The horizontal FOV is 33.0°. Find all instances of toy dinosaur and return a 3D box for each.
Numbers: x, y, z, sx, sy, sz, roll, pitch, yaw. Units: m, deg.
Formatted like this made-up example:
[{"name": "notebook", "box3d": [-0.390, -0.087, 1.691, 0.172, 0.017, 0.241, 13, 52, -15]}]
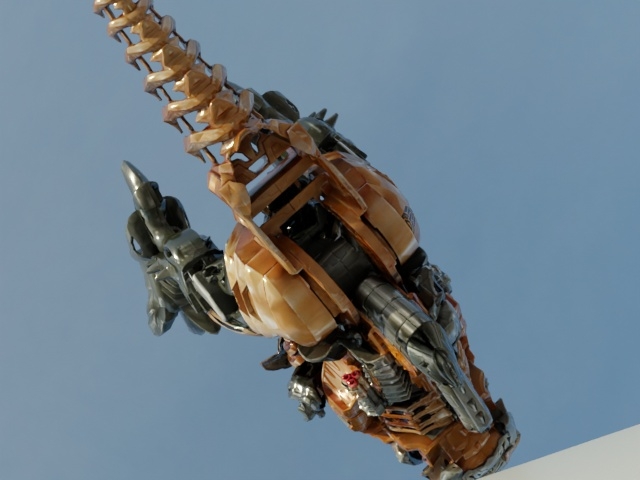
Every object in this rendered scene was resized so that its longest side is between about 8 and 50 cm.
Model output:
[{"name": "toy dinosaur", "box3d": [0.000, 0.000, 0.568, 0.164, 0.218, 0.322, -23, -64, -19]}]

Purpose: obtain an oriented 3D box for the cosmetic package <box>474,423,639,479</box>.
[{"name": "cosmetic package", "box3d": [0.050, 0.173, 0.336, 0.217, 0.385, 0.156, -21, -96, -50]}]
